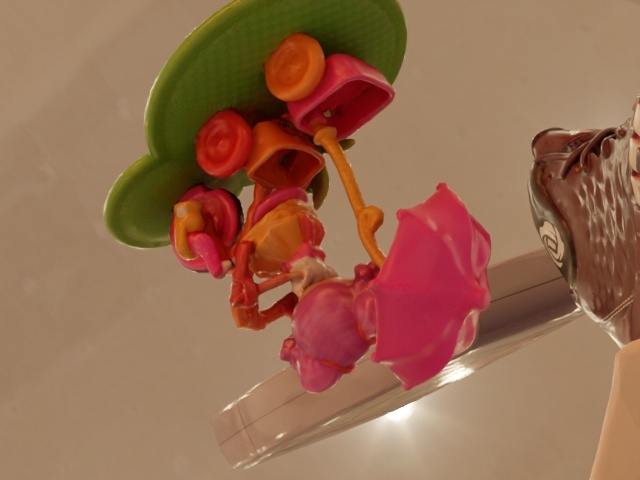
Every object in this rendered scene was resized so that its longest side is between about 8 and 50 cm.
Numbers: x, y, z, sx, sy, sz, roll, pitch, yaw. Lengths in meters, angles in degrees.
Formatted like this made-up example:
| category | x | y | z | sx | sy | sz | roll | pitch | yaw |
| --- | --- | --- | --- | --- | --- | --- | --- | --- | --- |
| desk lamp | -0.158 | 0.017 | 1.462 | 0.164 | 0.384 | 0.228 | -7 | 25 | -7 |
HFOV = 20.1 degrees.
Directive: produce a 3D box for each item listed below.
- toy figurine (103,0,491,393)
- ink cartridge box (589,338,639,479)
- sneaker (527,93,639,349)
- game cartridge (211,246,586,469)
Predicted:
| category | x | y | z | sx | sy | sz | roll | pitch | yaw |
| --- | --- | --- | --- | --- | --- | --- | --- | --- | --- |
| toy figurine | 0.000 | 0.000 | 0.771 | 0.173 | 0.159 | 0.130 | -44 | -33 | 20 |
| ink cartridge box | 0.251 | 0.135 | 0.604 | 0.353 | 0.119 | 0.207 | 12 | -71 | 3 |
| sneaker | 0.173 | -0.062 | 0.993 | 0.106 | 0.162 | 0.281 | -10 | -61 | -28 |
| game cartridge | 0.058 | 0.085 | 1.287 | 0.196 | 0.294 | 0.060 | -11 | -105 | -42 |
